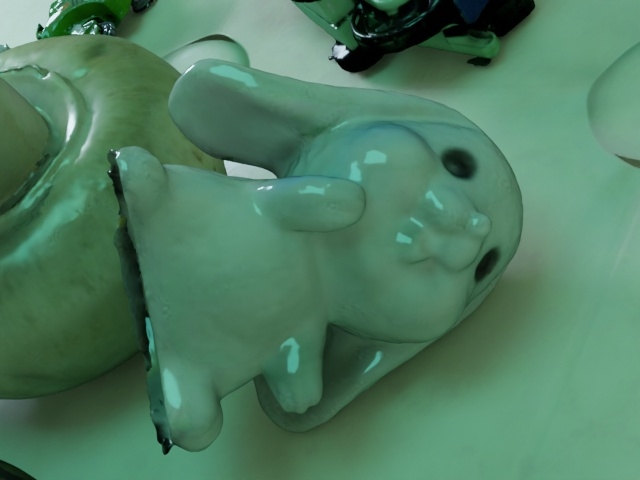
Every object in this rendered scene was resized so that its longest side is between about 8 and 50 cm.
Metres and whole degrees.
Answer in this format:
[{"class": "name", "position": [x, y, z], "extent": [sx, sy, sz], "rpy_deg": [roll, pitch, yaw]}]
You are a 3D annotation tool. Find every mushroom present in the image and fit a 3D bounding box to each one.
[{"class": "mushroom", "position": [-0.234, -0.011, 1.306], "extent": [0.315, 0.315, 0.356], "rpy_deg": [-12, 12, 28]}]

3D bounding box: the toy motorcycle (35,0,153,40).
[{"class": "toy motorcycle", "position": [-0.225, -0.229, 1.662], "extent": [0.106, 0.074, 0.190], "rpy_deg": [-22, 41, 31]}]

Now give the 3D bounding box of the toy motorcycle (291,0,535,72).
[{"class": "toy motorcycle", "position": [0.047, -0.250, 1.439], "extent": [0.196, 0.125, 0.331], "rpy_deg": [-45, 36, -9]}]

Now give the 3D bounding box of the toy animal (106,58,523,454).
[{"class": "toy animal", "position": [-0.012, 0.015, 1.146], "extent": [0.174, 0.289, 0.249], "rpy_deg": [-122, 43, -73]}]

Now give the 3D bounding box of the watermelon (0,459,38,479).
[{"class": "watermelon", "position": [-0.248, 0.237, 1.096], "extent": [0.212, 0.212, 0.212], "rpy_deg": [-20, 42, 19]}]

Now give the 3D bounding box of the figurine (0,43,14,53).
[{"class": "figurine", "position": [-0.365, -0.153, 1.672], "extent": [0.178, 0.109, 0.129], "rpy_deg": [-11, 22, 24]}]
